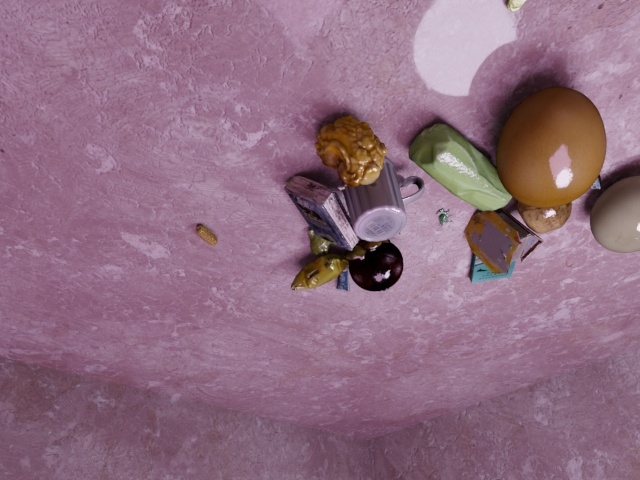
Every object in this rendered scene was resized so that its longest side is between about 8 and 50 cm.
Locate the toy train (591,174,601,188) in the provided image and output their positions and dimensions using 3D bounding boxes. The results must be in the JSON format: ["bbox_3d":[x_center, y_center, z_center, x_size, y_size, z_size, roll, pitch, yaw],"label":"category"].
[{"bbox_3d":[0.811,-0.218,1.277,0.047,0.043,0.207,-28,135,27],"label":"toy train"}]

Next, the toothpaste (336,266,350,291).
[{"bbox_3d":[0.089,0.144,1.622,0.057,0.035,0.197,7,142,9],"label":"toothpaste"}]

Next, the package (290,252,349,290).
[{"bbox_3d":[0.006,0.109,1.503,0.226,0.090,0.168,-33,167,26],"label":"package"}]

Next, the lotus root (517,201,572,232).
[{"bbox_3d":[0.712,-0.103,1.327,0.154,0.140,0.256,-35,139,21],"label":"lotus root"}]

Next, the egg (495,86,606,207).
[{"bbox_3d":[0.581,-0.231,1.073,0.250,0.250,0.323,-15,136,11],"label":"egg"}]

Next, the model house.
[{"bbox_3d":[0.613,-0.020,1.403,0.135,0.219,0.208,-17,134,-18],"label":"model house"}]

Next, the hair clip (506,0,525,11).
[{"bbox_3d":[0.428,-0.555,0.840,0.060,0.033,0.188,4,139,-9],"label":"hair clip"}]

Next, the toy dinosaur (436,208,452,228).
[{"bbox_3d":[0.409,-0.073,1.416,0.062,0.021,0.083,25,127,-22],"label":"toy dinosaur"}]

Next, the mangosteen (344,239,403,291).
[{"bbox_3d":[0.186,0.075,1.440,0.209,0.210,0.210,-4,140,-3],"label":"mangosteen"}]

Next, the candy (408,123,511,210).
[{"bbox_3d":[0.397,-0.194,1.187,0.343,0.132,0.142,26,125,-31],"label":"candy"}]

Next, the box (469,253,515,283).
[{"bbox_3d":[0.661,0.077,1.607,0.161,0.042,0.229,-10,140,4],"label":"box"}]

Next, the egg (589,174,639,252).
[{"bbox_3d":[0.986,-0.082,1.329,0.218,0.219,0.269,3,143,-11],"label":"egg"}]

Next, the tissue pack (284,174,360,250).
[{"bbox_3d":[0.009,-0.079,1.252,0.073,0.173,0.235,-50,140,-14],"label":"tissue pack"}]

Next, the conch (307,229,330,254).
[{"bbox_3d":[0.000,0.000,1.430,0.089,0.074,0.121,-37,121,-13],"label":"conch"}]

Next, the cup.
[{"bbox_3d":[0.171,-0.128,1.181,0.221,0.202,0.167,-29,137,25],"label":"cup"}]

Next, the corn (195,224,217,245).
[{"bbox_3d":[-0.370,-0.016,1.373,0.037,0.037,0.092,-20,140,16],"label":"corn"}]

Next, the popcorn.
[{"bbox_3d":[0.088,-0.228,1.073,0.163,0.194,0.140,-15,143,-30],"label":"popcorn"}]
